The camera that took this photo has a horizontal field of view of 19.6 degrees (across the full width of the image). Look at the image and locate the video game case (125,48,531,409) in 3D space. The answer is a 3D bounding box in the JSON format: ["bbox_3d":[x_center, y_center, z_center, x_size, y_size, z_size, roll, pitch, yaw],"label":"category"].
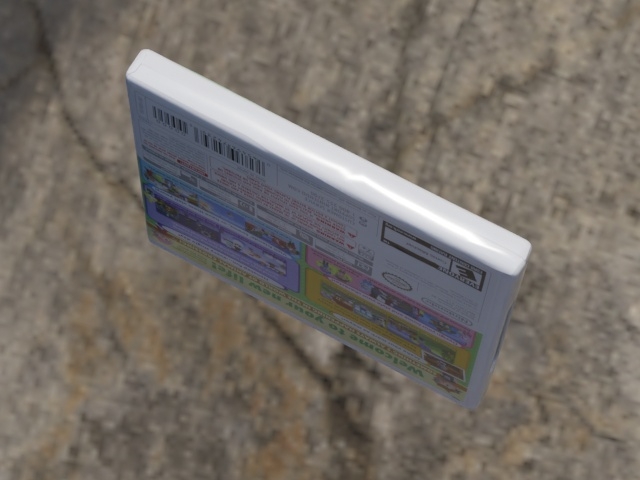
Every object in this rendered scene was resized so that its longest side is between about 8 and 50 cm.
[{"bbox_3d":[0.000,0.000,0.955,0.023,0.212,0.193,-59,-11,-22],"label":"video game case"}]
